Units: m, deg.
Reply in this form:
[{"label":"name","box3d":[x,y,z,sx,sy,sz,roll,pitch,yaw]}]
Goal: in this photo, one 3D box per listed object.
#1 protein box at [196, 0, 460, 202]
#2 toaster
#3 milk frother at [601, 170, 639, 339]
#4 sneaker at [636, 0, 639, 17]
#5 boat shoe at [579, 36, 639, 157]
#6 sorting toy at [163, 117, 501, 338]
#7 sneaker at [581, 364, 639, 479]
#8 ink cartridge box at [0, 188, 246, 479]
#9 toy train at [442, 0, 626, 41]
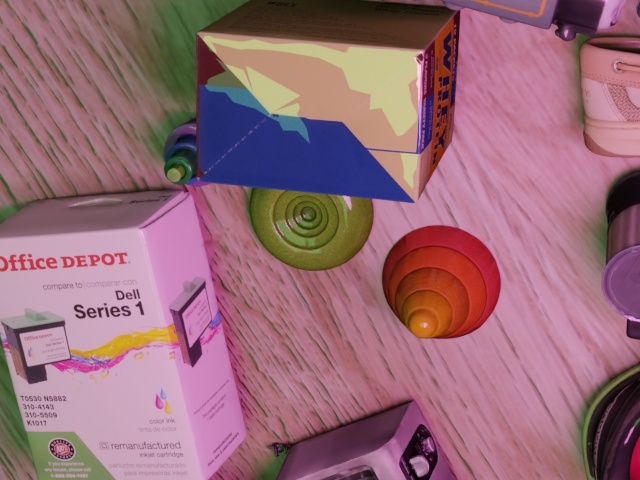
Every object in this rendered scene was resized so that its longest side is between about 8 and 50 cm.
[{"label":"protein box","box3d":[0.012,-0.134,1.339,0.200,0.201,0.136,6,110,12]},{"label":"toaster","box3d":[0.047,0.275,1.525,0.186,0.110,0.168,-22,101,20]},{"label":"milk frother","box3d":[0.334,0.017,1.347,0.143,0.134,0.129,-10,120,19]},{"label":"sneaker","box3d":[0.341,-0.284,1.249,0.104,0.125,0.261,26,87,-35]},{"label":"boat shoe","box3d":[0.395,-0.141,1.285,0.341,0.121,0.110,-4,109,16]},{"label":"sorting toy","box3d":[0.000,0.000,1.432,0.366,0.126,0.127,30,113,2]},{"label":"sneaker","box3d":[0.446,0.123,1.321,0.483,0.202,0.185,-41,96,23]},{"label":"ink cartridge box","box3d":[-0.212,0.101,1.513,0.201,0.117,0.278,-4,108,24]},{"label":"toy train","box3d":[0.128,-0.291,1.300,0.334,0.142,0.190,16,124,6]}]
